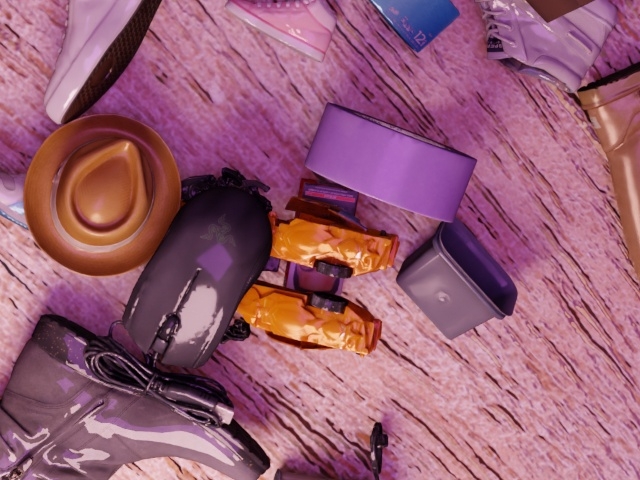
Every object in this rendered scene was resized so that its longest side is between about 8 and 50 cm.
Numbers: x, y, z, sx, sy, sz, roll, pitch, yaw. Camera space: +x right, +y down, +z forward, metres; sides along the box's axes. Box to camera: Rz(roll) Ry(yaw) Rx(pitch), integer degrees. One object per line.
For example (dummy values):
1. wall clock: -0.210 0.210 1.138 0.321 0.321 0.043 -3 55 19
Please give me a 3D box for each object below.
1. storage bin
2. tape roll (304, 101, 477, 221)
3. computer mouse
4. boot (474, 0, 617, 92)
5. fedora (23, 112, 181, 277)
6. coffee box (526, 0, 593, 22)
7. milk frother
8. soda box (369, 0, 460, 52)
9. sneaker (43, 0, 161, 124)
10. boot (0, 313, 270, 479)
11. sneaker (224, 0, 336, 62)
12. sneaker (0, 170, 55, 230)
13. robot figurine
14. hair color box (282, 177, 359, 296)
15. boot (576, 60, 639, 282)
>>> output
1. storage bin: 0.162 0.049 1.873 0.091 0.098 0.135 -35 103 29
2. tape roll: 0.081 -0.092 1.784 0.189 0.189 0.080 20 96 -9
3. computer mouse: -0.143 0.069 1.737 0.188 0.072 0.272 25 96 3
4. boot: 0.222 -0.273 1.814 0.258 0.095 0.123 26 89 -11
5. fedora: -0.244 -0.056 1.743 0.194 0.079 0.194 2 82 -14
6. coffee box: 0.314 -0.415 1.742 0.168 0.119 0.297 45 71 -11
7. milk frother: 0.012 0.297 1.900 0.134 0.129 0.143 10 55 -8
8. soda box: 0.067 -0.323 1.793 0.071 0.067 0.210 -42 109 5
9. sneaker: -0.259 -0.278 1.774 0.123 0.106 0.290 31 92 7
10. boot: -0.248 0.259 1.843 0.338 0.118 0.223 30 89 2
11. sneaker: -0.042 -0.270 1.812 0.134 0.051 0.070 26 94 -13
12. sneaker: -0.311 -0.047 1.810 0.228 0.087 0.092 23 86 -14
13. robot figurine: -0.062 0.032 1.808 0.291 0.085 0.211 14 99 15
14. hair color box: 0.000 0.000 1.864 0.072 0.043 0.141 8 99 -7
15. boot: 0.459 -0.101 1.879 0.236 0.089 0.270 -22 101 9
